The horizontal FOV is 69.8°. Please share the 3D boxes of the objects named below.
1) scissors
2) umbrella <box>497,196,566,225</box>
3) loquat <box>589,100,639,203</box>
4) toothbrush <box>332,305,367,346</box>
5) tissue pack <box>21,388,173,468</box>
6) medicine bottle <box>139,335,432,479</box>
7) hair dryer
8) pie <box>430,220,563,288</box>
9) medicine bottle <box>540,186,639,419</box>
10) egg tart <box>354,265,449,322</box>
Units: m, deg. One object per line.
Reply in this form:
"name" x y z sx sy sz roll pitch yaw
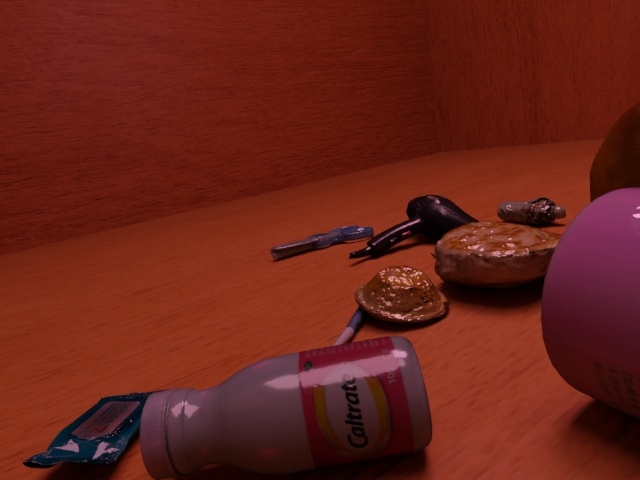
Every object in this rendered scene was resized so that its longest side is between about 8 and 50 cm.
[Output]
"scissors" 0.000 0.000 1.083 0.256 0.030 0.125 -14 12 -28
"umbrella" 0.441 -0.059 0.965 0.067 0.062 0.143 19 -8 -36
"loquat" 0.443 -0.047 0.480 0.276 0.276 0.284 -10 31 -3
"toothbrush" 0.046 0.110 0.599 0.025 0.019 0.275 1 16 20
"tissue pack" -0.211 0.185 0.455 0.085 0.028 0.138 -5 9 6
"medicine bottle" -0.027 0.138 0.370 0.216 0.090 0.090 -11 13 1
"hair dryer" 0.180 0.001 0.917 0.271 0.091 0.235 -26 27 -14
"pie" 0.267 0.022 0.667 0.205 0.084 0.179 -15 15 -29
"medicine bottle" 0.304 0.062 0.261 0.178 0.178 0.290 -15 14 -24
"egg tart" 0.113 0.070 0.627 0.128 0.049 0.129 2 19 -1
